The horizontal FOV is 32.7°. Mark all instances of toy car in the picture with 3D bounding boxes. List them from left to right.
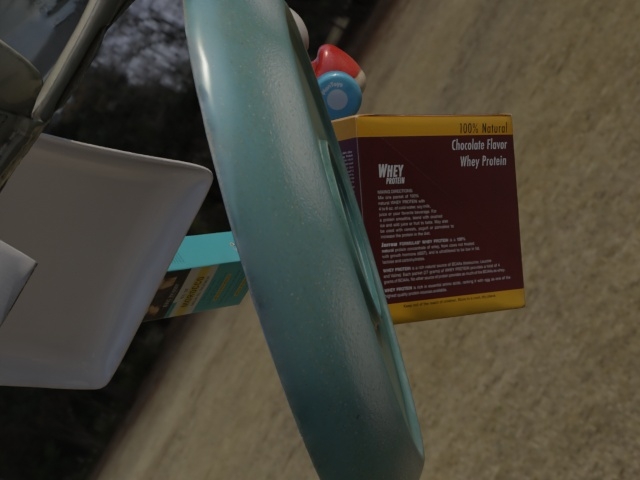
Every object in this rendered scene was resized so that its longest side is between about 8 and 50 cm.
[{"bbox_3d":[-0.074,-0.256,1.613,0.210,0.238,0.219,-37,13,8],"label":"toy car"}]

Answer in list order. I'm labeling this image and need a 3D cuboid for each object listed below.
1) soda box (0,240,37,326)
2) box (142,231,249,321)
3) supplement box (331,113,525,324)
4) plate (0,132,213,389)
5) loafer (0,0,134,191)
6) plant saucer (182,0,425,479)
[{"bbox_3d":[-0.352,-0.019,0.767,0.098,0.286,0.091,3,62,59],"label":"soda box"},{"bbox_3d":[-0.193,0.049,1.480,0.244,0.060,0.100,-8,-41,-47],"label":"box"},{"bbox_3d":[0.084,-0.022,1.079,0.129,0.191,0.194,-4,91,58],"label":"supplement box"},{"bbox_3d":[-0.270,0.018,1.025,0.045,0.277,0.278,47,116,40],"label":"plate"},{"bbox_3d":[-0.170,-0.072,0.473,0.319,0.112,0.111,-60,8,-21],"label":"loafer"},{"bbox_3d":[0.000,0.000,0.580,0.044,0.317,0.317,-18,10,4],"label":"plant saucer"}]
